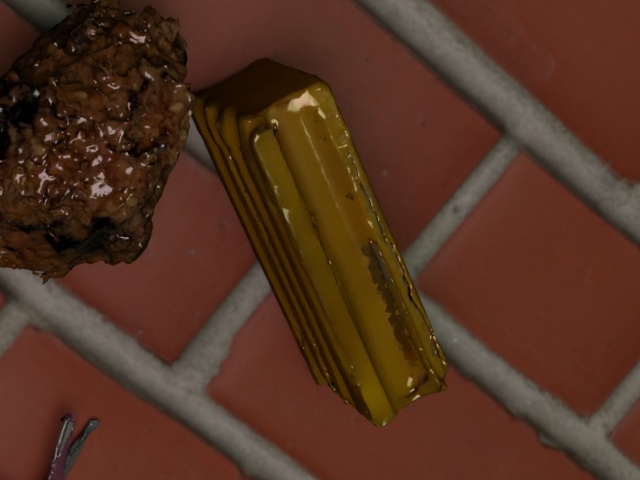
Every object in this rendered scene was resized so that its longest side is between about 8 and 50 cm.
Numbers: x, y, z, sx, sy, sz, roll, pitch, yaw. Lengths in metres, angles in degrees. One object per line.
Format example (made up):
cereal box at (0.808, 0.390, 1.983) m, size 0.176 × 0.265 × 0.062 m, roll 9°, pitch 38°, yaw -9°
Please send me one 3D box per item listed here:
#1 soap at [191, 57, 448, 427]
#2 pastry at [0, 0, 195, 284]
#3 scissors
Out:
soap at (0.000, 0.001, 1.831) m, size 0.096 × 0.204 × 0.324 m, roll -28°, pitch 110°, yaw -11°
pastry at (-0.205, -0.079, 1.724) m, size 0.193 × 0.275 × 0.275 m, roll 40°, pitch 90°, yaw -7°
scissors at (-0.263, 0.252, 1.885) m, size 0.187 × 0.020 × 0.133 m, roll -66°, pitch 153°, yaw -3°
